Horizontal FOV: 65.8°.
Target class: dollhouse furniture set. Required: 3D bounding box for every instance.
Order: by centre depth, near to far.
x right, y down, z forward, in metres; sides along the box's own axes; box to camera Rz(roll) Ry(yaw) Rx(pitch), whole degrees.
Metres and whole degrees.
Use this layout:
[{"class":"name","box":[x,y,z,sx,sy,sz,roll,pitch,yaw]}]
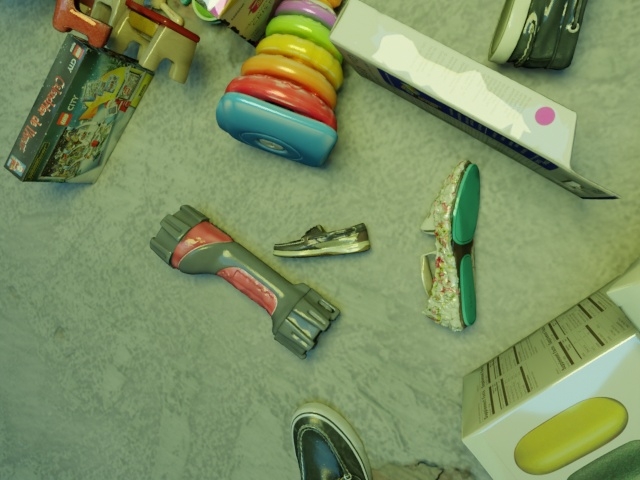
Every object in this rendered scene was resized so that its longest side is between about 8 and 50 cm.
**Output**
[{"class":"dollhouse furniture set","box":[-0.352,-0.385,0.708,0.374,0.201,0.152,34,105,28]}]

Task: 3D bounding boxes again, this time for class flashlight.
[{"class":"flashlight","box":[-0.125,0.068,0.784,0.304,0.103,0.103,38,131,9]}]

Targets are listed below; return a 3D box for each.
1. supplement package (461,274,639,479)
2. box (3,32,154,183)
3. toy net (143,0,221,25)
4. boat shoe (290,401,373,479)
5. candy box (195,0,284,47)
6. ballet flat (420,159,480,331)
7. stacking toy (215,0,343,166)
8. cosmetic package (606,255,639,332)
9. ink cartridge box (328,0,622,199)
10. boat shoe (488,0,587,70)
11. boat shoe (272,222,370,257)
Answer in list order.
[{"class":"supplement package","box":[0.340,0.212,0.603,0.262,0.198,0.199,-40,84,17]},{"class":"box","box":[-0.385,-0.200,0.803,0.044,0.159,0.233,38,104,10]},{"class":"toy net","box":[-0.238,-0.409,0.798,0.232,0.045,0.122,6,98,16]},{"class":"boat shoe","box":[0.025,0.409,0.765,0.113,0.105,0.306,-18,90,17]},{"class":"candy box","box":[-0.083,-0.354,0.654,0.071,0.233,0.159,39,104,-3]},{"class":"ballet flat","box":[0.177,0.009,0.698,0.077,0.091,0.241,3,93,39]},{"class":"stacking toy","box":[-0.022,-0.272,0.700,0.166,0.175,0.302,19,86,-5]},{"class":"cosmetic package","box":[0.500,0.050,0.484,0.377,0.097,0.284,-35,82,-24]},{"class":"ink cartridge box","box":[0.195,-0.169,0.622,0.371,0.176,0.069,35,103,11]},{"class":"boat shoe","box":[0.318,-0.369,0.595,0.113,0.127,0.340,20,93,4]},{"class":"boat shoe","box":[0.000,0.000,0.765,0.152,0.056,0.049,-5,89,8]}]
